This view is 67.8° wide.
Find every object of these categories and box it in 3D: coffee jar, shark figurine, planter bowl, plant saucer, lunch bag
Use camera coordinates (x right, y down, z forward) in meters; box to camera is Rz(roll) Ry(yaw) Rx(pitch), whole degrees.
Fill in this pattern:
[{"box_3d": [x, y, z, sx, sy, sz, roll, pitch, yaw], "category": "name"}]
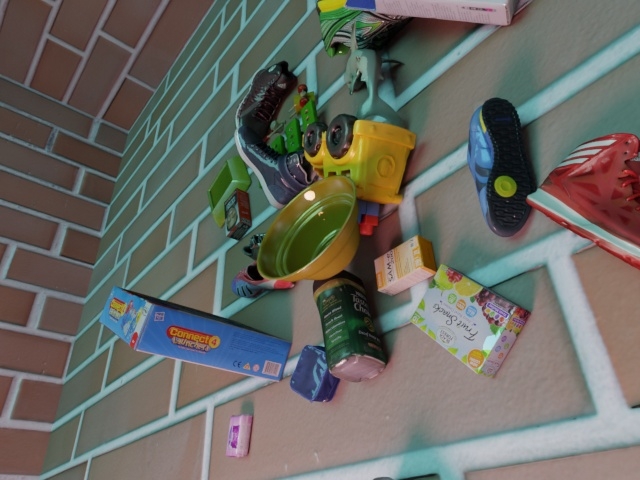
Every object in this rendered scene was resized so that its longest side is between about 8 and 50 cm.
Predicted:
[{"box_3d": [0.044, 0.136, 0.799, 0.079, 0.096, 0.184, -38, 43, 25], "category": "coffee jar"}, {"box_3d": [0.120, -0.347, 0.983, 0.278, 0.116, 0.166, -101, 14, -54], "category": "shark figurine"}, {"box_3d": [0.000, 0.000, 0.806, 0.217, 0.090, 0.217, -33, 32, 24], "category": "planter bowl"}, {"box_3d": [-0.300, -0.164, 1.501, 0.188, 0.045, 0.188, -52, 37, 21], "category": "plant saucer"}, {"box_3d": [-0.002, 0.237, 0.834, 0.067, 0.065, 0.098, 21, 87, 41], "category": "lunch bag"}]

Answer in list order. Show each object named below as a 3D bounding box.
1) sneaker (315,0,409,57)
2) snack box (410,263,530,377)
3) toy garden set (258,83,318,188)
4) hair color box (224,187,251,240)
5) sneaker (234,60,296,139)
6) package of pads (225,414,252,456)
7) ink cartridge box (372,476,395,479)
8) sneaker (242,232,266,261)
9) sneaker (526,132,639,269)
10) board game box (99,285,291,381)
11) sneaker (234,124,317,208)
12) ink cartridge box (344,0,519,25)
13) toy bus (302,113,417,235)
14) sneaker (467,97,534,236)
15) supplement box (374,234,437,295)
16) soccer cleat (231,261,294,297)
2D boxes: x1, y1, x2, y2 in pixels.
[{"box_3d": [0.134, -0.486, 1.049, 0.344, 0.134, 0.146, 13, 118, 49], "category": "sneaker"}, {"box_3d": [0.199, 0.106, 0.654, 0.141, 0.037, 0.100, 37, 103, 56], "category": "snack box"}, {"box_3d": [-0.081, -0.277, 1.266, 0.244, 0.049, 0.203, -40, 44, 36], "category": "toy garden set"}, {"box_3d": [-0.238, -0.076, 1.365, 0.072, 0.043, 0.141, -44, 40, 29], "category": "hair color box"}, {"box_3d": [-0.155, -0.420, 1.402, 0.163, 0.107, 0.281, -14, 59, 47], "category": "sneaker"}, {"box_3d": [-0.170, 0.407, 0.994, 0.050, 0.032, 0.083, -27, 50, 46], "category": "package of pads"}, {"box_3d": [0.133, 0.430, 0.563, 0.233, 0.066, 0.188, 17, 84, 35], "category": "ink cartridge box"}, {"box_3d": [-0.136, 0.008, 1.153, 0.158, 0.065, 0.061, -34, 45, 39], "category": "sneaker"}, {"box_3d": [0.337, -0.049, 0.514, 0.128, 0.087, 0.221, -59, 35, 14], "category": "sneaker"}, {"box_3d": [-0.271, 0.194, 1.013, 0.302, 0.308, 0.086, 3, 73, 54], "category": "board game box"}, {"box_3d": [-0.101, -0.207, 1.140, 0.163, 0.086, 0.226, -30, 93, 43], "category": "sneaker"}, {"box_3d": [0.229, -0.563, 0.853, 0.330, 0.071, 0.323, 20, 88, 26], "category": "ink cartridge box"}, {"box_3d": [0.059, -0.118, 0.910, 0.220, 0.150, 0.211, 10, 95, 58], "category": "toy bus"}, {"box_3d": [0.253, -0.099, 0.692, 0.082, 0.069, 0.209, 110, 161, -71], "category": "sneaker"}, {"box_3d": [0.137, 0.042, 0.779, 0.098, 0.036, 0.062, -36, 44, 38], "category": "supplement box"}, {"box_3d": [-0.154, 0.082, 1.107, 0.248, 0.095, 0.082, -13, 61, 50], "category": "soccer cleat"}]
